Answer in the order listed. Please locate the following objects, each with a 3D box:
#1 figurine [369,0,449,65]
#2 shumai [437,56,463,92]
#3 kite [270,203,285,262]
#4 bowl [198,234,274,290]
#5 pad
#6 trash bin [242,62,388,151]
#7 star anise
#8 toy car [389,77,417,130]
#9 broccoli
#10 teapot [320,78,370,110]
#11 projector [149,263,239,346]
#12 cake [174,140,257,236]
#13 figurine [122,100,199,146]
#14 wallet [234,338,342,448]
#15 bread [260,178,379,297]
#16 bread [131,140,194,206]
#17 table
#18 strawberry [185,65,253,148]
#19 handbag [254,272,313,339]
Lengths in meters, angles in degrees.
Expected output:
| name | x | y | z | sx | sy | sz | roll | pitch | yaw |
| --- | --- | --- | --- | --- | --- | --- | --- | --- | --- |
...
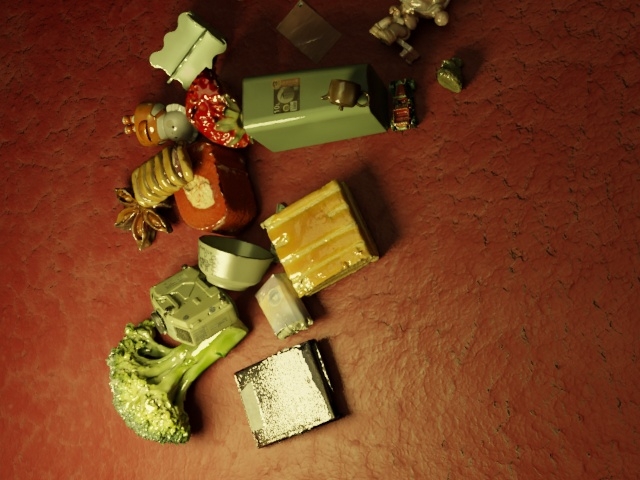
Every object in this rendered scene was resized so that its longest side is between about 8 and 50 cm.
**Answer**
| name | x | y | z | sx | sy | sz | roll | pitch | yaw |
| --- | --- | --- | --- | --- | --- | --- | --- | --- | --- |
| figurine | 0.258 | -0.610 | 1.863 | 0.256 | 0.145 | 0.182 | -51 | 46 | 9 |
| shumai | 0.346 | -0.436 | 1.822 | 0.083 | 0.082 | 0.080 | 35 | 84 | -16 |
| kite | -0.048 | -0.024 | 1.939 | 0.250 | 0.012 | 0.229 | -45 | 70 | 9 |
| bowl | -0.240 | 0.066 | 1.906 | 0.212 | 0.211 | 0.112 | 20 | 99 | 25 |
| pad | -0.034 | -0.605 | 2.047 | 0.113 | 0.006 | 0.188 | -47 | 68 | 7 |
| trash bin | -0.009 | -0.359 | 1.874 | 0.344 | 0.223 | 0.158 | -7 | 78 | 20 |
| star anise | -0.525 | -0.077 | 2.110 | 0.214 | 0.099 | 0.219 | -21 | 77 | 33 |
| toy car | 0.217 | -0.362 | 1.868 | 0.073 | 0.054 | 0.143 | -5 | 79 | 21 |
| broccoli | -0.386 | 0.375 | 1.913 | 0.397 | 0.275 | 0.352 | -7 | 82 | 7 |
| teapot | 0.062 | -0.345 | 1.700 | 0.121 | 0.076 | 0.068 | 11 | 94 | -9 |
| projector | -0.361 | 0.173 | 1.905 | 0.194 | 0.088 | 0.269 | -31 | 37 | -22 |
| cake | -0.305 | -0.143 | 1.999 | 0.177 | 0.151 | 0.282 | -27 | 71 | 31 |
| figurine | -0.459 | -0.352 | 2.120 | 0.272 | 0.143 | 0.143 | -6 | 77 | 1 |
| wallet | -0.087 | 0.403 | 1.853 | 0.262 | 0.071 | 0.220 | -26 | 76 | 20 |
| bread | 0.000 | 0.000 | 1.853 | 0.246 | 0.111 | 0.239 | -28 | 73 | 12 |
| bread | -0.440 | -0.188 | 1.963 | 0.225 | 0.081 | 0.134 | -29 | 62 | 34 |
| table | -0.397 | -0.563 | 2.118 | 0.198 | 0.166 | 0.166 | -48 | 66 | 17 |
| strawberry | -0.300 | -0.374 | 1.975 | 0.150 | 0.253 | 0.280 | -42 | 65 | 7 |
| handbag | -0.098 | 0.182 | 1.870 | 0.117 | 0.095 | 0.173 | -49 | 63 | 40 |
